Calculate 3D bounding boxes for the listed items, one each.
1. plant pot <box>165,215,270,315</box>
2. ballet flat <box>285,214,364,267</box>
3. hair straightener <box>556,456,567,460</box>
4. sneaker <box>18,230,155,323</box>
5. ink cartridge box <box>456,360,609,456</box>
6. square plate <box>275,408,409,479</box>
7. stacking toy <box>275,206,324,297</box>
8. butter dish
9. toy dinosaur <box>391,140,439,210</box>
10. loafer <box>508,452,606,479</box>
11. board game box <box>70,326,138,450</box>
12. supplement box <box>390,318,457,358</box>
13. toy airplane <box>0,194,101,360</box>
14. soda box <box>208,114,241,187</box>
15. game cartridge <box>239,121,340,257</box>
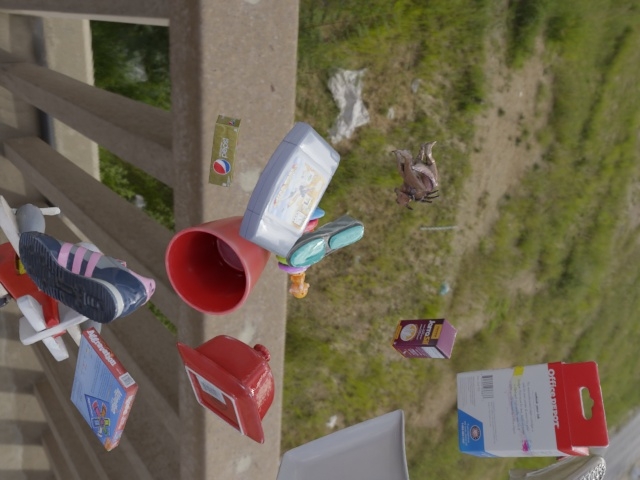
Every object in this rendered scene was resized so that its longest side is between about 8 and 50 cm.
[{"bbox_3d":[-0.285,0.051,1.658,0.243,0.275,0.274,-46,141,-61],"label":"plant pot"},{"bbox_3d":[0.000,0.000,1.199,0.213,0.068,0.072,-23,131,-31],"label":"ballet flat"},{"bbox_3d":[0.672,0.522,1.501,0.231,0.089,0.047,-4,146,-47],"label":"hair straightener"},{"bbox_3d":[-0.479,0.064,1.121,0.131,0.319,0.112,-24,136,-55],"label":"sneaker"},{"bbox_3d":[0.344,0.277,0.892,0.078,0.231,0.134,32,52,-42],"label":"ink cartridge box"},{"bbox_3d":[0.046,0.552,1.271,0.348,0.344,0.049,-24,99,11],"label":"square plate"},{"bbox_3d":[-0.077,0.037,1.663,0.175,0.166,0.301,-17,113,-23],"label":"stacking toy"},{"bbox_3d":[-0.126,0.210,0.863,0.118,0.160,0.159,-43,144,-34],"label":"butter dish"},{"bbox_3d":[0.296,-0.183,1.629,0.127,0.295,0.200,-14,98,0],"label":"toy dinosaur"},{"bbox_3d":[0.402,0.464,1.028,0.269,0.092,0.102,-33,127,3],"label":"loafer"},{"bbox_3d":[-0.424,0.295,1.063,0.027,0.145,0.281,-28,159,-43],"label":"board game box"},{"bbox_3d":[0.333,0.317,1.776,0.081,0.188,0.104,43,56,-29],"label":"supplement box"},{"bbox_3d":[-0.643,0.100,1.319,0.272,0.386,0.384,-38,89,-31],"label":"toy airplane"},{"bbox_3d":[-0.254,-0.235,1.454,0.062,0.058,0.181,10,124,-7],"label":"soda box"},{"bbox_3d":[-0.070,-0.115,1.287,0.297,0.062,0.198,-63,154,-2],"label":"game cartridge"}]
